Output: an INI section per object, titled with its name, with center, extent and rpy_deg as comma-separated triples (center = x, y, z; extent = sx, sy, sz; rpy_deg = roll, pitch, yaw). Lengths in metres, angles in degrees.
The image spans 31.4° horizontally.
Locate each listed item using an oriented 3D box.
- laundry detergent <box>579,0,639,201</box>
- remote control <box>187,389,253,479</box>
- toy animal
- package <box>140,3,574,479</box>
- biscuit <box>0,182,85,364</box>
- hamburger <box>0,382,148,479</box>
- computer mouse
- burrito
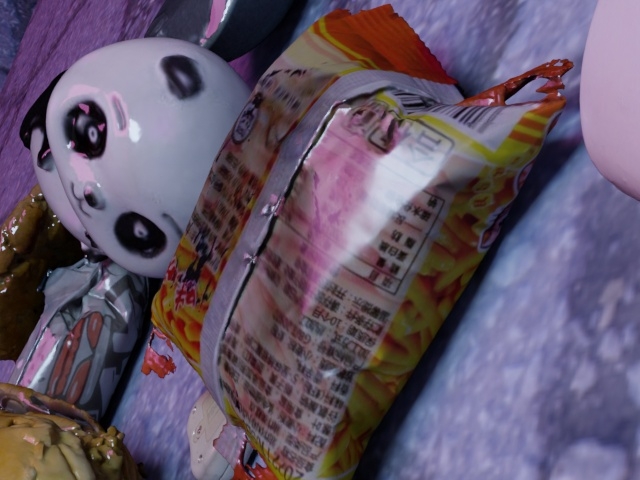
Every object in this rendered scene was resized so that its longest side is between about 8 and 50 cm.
[laundry detergent]
center = 0.208, -0.068, 0.305
extent = 0.335, 0.088, 0.159
rpy_deg = 12, 81, 66
[remote control]
center = -0.046, 0.101, 0.736
extent = 0.122, 0.032, 0.074
rpy_deg = -55, 26, 23
[toy animal]
center = -0.134, -0.069, 0.907
extent = 0.165, 0.187, 0.235
rpy_deg = -32, 16, -17
[package]
center = -0.004, -0.002, 0.631
extent = 0.288, 0.108, 0.223
rpy_deg = -59, 37, 6
[biscuit]
center = -0.241, 0.022, 1.074
extent = 0.226, 0.042, 0.226
rpy_deg = -51, -21, -29
[hamburger]
center = -0.272, 0.240, 0.828
extent = 0.319, 0.158, 0.318
rpy_deg = -16, 61, 31
[computer mouse]
center = -0.064, -0.272, 1.079
extent = 0.167, 0.090, 0.379
rpy_deg = -36, 27, 34
[burrito]
center = -0.253, 0.175, 1.007
extent = 0.139, 0.101, 0.445
rpy_deg = 172, 122, -83
